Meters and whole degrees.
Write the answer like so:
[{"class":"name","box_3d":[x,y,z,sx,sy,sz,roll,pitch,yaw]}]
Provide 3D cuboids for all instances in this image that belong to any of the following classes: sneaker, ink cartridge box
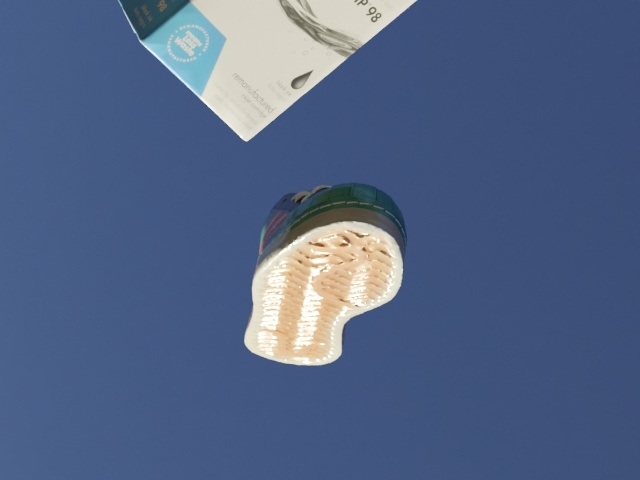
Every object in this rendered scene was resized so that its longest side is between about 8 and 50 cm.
[{"class":"sneaker","box_3d":[0.000,0.000,1.499,0.302,0.108,0.121,124,-24,-67]},{"class":"ink cartridge box","box_3d":[-0.012,-0.154,1.065,0.180,0.104,0.060,-39,-137,9]}]
